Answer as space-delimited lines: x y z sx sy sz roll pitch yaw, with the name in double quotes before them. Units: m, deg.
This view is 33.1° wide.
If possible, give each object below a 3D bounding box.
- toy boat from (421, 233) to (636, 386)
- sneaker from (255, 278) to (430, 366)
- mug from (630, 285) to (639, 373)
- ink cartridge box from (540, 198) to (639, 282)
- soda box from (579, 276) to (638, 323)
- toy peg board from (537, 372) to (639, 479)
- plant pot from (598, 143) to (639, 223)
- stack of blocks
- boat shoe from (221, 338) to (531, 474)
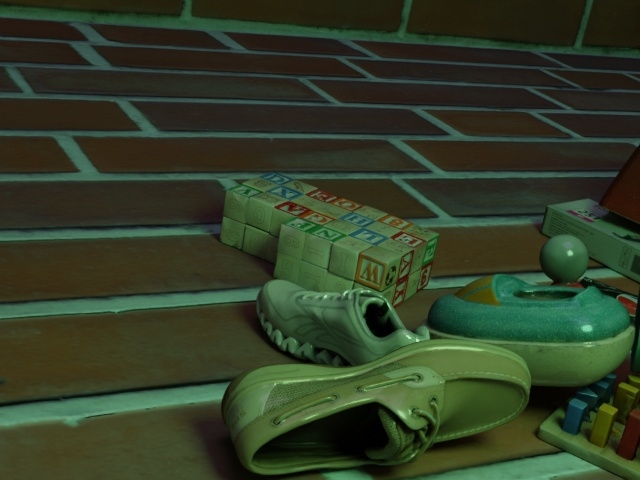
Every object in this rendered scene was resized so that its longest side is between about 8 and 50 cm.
"toy boat" 0.276 0.084 1.374 0.267 0.148 0.318 0 9 28
"sneaker" 0.030 0.102 1.304 0.110 0.118 0.292 -11 29 -39
"mug" 0.440 0.106 1.325 0.097 0.129 0.158 7 0 14
"ink cartridge box" 0.564 0.001 1.870 0.239 0.060 0.275 -11 30 -39
"soda box" 0.443 0.111 1.541 0.169 0.060 0.053 21 25 23
"toy peg board" 0.366 0.202 1.262 0.161 0.079 0.161 23 25 27
"plant pot" 0.680 -0.107 1.849 0.267 0.236 0.267 29 13 28
"stack of blocks" 0.000 0.000 1.573 0.297 0.087 0.171 22 25 25
"boat shoe" 0.072 0.189 1.127 0.341 0.121 0.110 -6 30 -14
